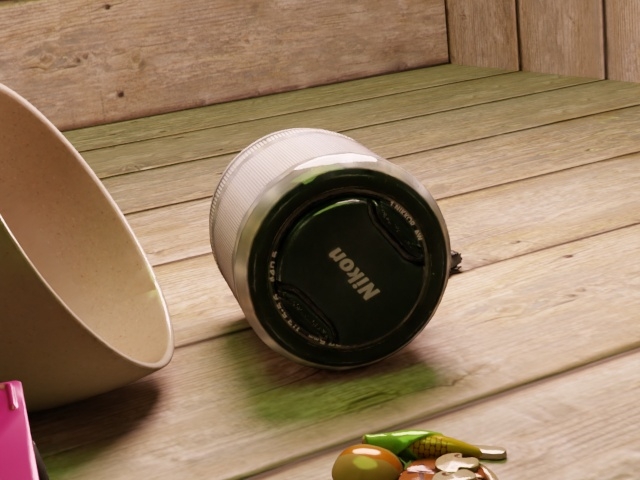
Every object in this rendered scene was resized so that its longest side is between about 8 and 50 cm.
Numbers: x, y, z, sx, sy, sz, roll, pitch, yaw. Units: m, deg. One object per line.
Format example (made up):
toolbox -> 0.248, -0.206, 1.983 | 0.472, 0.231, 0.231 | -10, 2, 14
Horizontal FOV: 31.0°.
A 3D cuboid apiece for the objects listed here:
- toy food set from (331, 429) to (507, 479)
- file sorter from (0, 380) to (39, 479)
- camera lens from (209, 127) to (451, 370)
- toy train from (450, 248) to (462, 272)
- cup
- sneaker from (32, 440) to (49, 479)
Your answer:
toy food set -> 0.069, 0.183, 0.875 | 0.132, 0.038, 0.192 | -1, 16, 18
file sorter -> -0.232, 0.221, 0.583 | 0.202, 0.182, 0.291 | -9, 17, -16
camera lens -> 0.000, 0.000, 1.222 | 0.219, 0.219, 0.274 | -9, 16, -12
toy train -> 0.117, 0.042, 1.393 | 0.158, 0.027, 0.036 | -21, 11, -42
cup -> -0.332, 0.044, 1.116 | 0.237, 0.331, 0.331 | -33, 14, 7
sneaker -> -0.343, 0.206, 0.867 | 0.281, 0.106, 0.162 | -8, 17, 36
